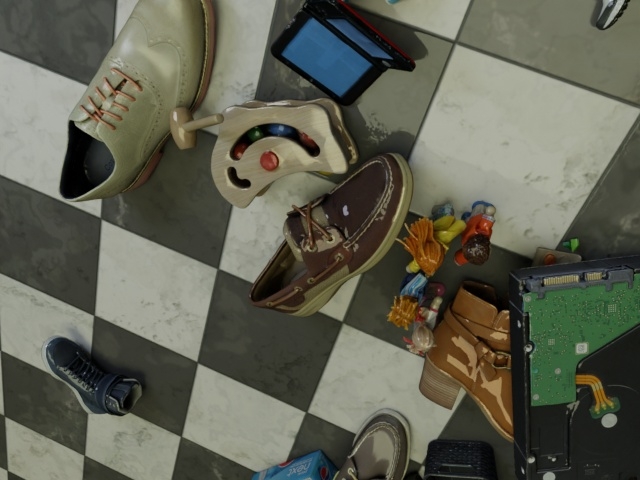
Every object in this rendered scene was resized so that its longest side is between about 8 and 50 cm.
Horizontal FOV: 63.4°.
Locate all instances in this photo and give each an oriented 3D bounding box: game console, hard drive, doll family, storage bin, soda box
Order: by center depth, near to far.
[{"bbox_3d":[0.027,-0.234,0.666,0.144,0.124,0.085,27,100,-29],"label":"game console"},{"bbox_3d":[0.394,0.194,0.734,0.237,0.064,0.338,-8,105,1],"label":"hard drive"},{"bbox_3d":[0.150,0.047,0.748,0.119,0.163,0.262,24,121,6],"label":"doll family"},{"bbox_3d":[0.269,0.473,0.972,0.122,0.084,0.180,-6,113,22],"label":"storage bin"},{"bbox_3d":[-0.067,0.528,1.121,0.210,0.071,0.067,-32,102,29],"label":"soda box"}]

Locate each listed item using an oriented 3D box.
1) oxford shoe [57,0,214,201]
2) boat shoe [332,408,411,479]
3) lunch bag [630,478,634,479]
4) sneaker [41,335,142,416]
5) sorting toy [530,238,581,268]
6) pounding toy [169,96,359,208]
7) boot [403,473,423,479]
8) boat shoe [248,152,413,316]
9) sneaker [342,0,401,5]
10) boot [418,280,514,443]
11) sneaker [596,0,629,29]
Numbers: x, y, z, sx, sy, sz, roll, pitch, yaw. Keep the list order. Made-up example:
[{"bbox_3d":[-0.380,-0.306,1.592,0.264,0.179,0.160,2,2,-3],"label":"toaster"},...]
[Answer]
[{"bbox_3d":[-0.281,-0.204,0.776,0.141,0.146,0.396,34,121,0],"label":"oxford shoe"},{"bbox_3d":[0.078,0.477,0.997,0.117,0.097,0.324,28,108,20],"label":"boat shoe"},{"bbox_3d":[0.463,0.505,0.748,0.328,0.385,0.238,2,116,17],"label":"lunch bag"},{"bbox_3d":[-0.488,0.295,1.127,0.164,0.086,0.226,-5,124,33],"label":"sneaker"},{"bbox_3d":[0.347,0.030,0.762,0.062,0.012,0.083,12,119,13],"label":"sorting toy"},{"bbox_3d":[-0.091,-0.118,0.750,0.270,0.155,0.154,2,113,17],"label":"pounding toy"},{"bbox_3d":[0.141,0.576,1.073,0.209,0.076,0.189,-27,91,21],"label":"boot"},{"bbox_3d":[0.000,0.000,0.779,0.123,0.123,0.342,9,137,-37],"label":"boat shoe"},{"bbox_3d":[0.000,-0.345,0.647,0.229,0.087,0.092,10,122,16],"label":"sneaker"},{"bbox_3d":[0.312,0.192,0.817,0.284,0.109,0.220,22,117,16],"label":"boot"},{"bbox_3d":[0.338,-0.297,0.589,0.044,0.040,0.109,27,119,23],"label":"sneaker"}]
